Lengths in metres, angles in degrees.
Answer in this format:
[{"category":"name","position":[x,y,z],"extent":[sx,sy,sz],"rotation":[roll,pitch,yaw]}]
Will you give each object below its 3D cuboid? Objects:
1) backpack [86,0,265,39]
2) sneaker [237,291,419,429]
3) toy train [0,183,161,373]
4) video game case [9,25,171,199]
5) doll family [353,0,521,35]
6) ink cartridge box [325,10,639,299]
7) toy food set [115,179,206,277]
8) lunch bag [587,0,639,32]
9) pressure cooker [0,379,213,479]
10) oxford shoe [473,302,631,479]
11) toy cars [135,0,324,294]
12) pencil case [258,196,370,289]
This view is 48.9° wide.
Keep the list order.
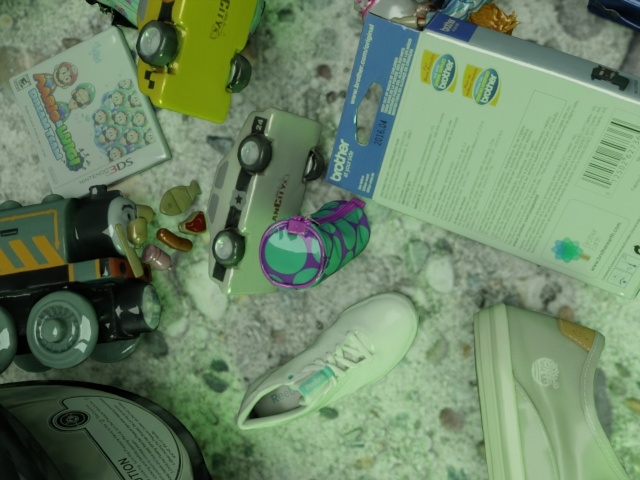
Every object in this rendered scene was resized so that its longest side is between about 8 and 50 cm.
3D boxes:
[{"category":"backpack","position":[-0.147,-0.261,0.706],"extent":[0.182,0.115,0.152],"rotation":[37,97,4]},{"category":"sneaker","position":[0.007,0.131,0.705],"extent":[0.212,0.094,0.080],"rotation":[-37,84,11]},{"category":"toy train","position":[-0.334,0.050,0.753],"extent":[0.334,0.142,0.190],"rotation":[-9,83,12]},{"category":"video game case","position":[-0.257,-0.136,0.782],"extent":[0.143,0.019,0.157],"rotation":[-22,88,12]},{"category":"doll family","position":[0.140,-0.260,0.644],"extent":[0.263,0.118,0.163],"rotation":[-39,85,11]},{"category":"ink cartridge box","position":[0.171,-0.082,0.635],"extent":[0.311,0.065,0.186],"rotation":[20,130,8]},{"category":"toy food set","position":[-0.162,-0.009,0.731],"extent":[0.019,0.122,0.078],"rotation":[-10,105,37]},{"category":"lunch bag","position":[0.299,-0.222,0.640],"extent":[0.098,0.067,0.065],"rotation":[26,98,8]},{"category":"pressure cooker","position":[-0.256,0.319,0.582],"extent":[0.370,0.375,0.420],"rotation":[4,113,6]},{"category":"oxford shoe","position":[0.223,0.278,0.637],"extent":[0.130,0.169,0.449],"rotation":[-6,87,10]},{"category":"toy cars","position":[-0.089,-0.122,0.650],"extent":[0.087,0.176,0.393],"rotation":[21,140,34]},{"category":"pencil case","position":[0.000,0.000,0.670],"extent":[0.064,0.152,0.070],"rotation":[27,108,13]}]
